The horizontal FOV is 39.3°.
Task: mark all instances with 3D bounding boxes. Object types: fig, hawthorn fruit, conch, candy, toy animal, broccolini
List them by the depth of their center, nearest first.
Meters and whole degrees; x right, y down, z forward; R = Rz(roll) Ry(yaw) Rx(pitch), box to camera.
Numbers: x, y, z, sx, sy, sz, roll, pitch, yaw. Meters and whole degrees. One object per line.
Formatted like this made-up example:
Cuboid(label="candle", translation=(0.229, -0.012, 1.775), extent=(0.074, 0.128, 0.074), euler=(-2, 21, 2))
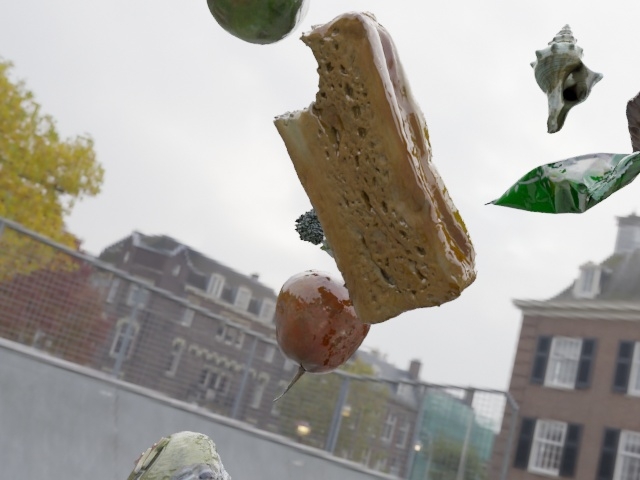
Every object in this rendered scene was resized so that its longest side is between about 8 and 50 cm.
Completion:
Cuboid(label="toy animal", translation=(-0.128, 0.233, 0.788), extent=(0.098, 0.137, 0.098), euler=(7, -60, 12))
Cuboid(label="candy", translation=(0.336, -0.074, 1.207), extent=(0.141, 0.078, 0.203), euler=(-10, 2, -28))
Cuboid(label="hawthorn fruit", translation=(0.005, 0.135, 1.303), extent=(0.149, 0.188, 0.149), euler=(-3, -9, -1))
Cuboid(label="broccolini", translation=(0.000, 0.003, 1.589), extent=(0.067, 0.058, 0.216), euler=(57, -1, 17))
Cuboid(label="fig", translation=(-0.092, -0.485, 1.752), extent=(0.206, 0.206, 0.275), euler=(7, 13, 26))
Cuboid(label="conch", translation=(0.515, -0.339, 1.868), extent=(0.137, 0.233, 0.114), euler=(-12, -6, 11))

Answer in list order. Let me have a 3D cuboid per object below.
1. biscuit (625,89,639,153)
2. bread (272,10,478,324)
Cuboid(label="biscuit", translation=(0.630, -0.122, 1.445), extent=(0.359, 0.046, 0.359), euler=(51, -12, 16))
Cuboid(label="bread", translation=(0.055, -0.088, 1.115), extent=(0.185, 0.380, 0.109), euler=(-17, 9, 30))
